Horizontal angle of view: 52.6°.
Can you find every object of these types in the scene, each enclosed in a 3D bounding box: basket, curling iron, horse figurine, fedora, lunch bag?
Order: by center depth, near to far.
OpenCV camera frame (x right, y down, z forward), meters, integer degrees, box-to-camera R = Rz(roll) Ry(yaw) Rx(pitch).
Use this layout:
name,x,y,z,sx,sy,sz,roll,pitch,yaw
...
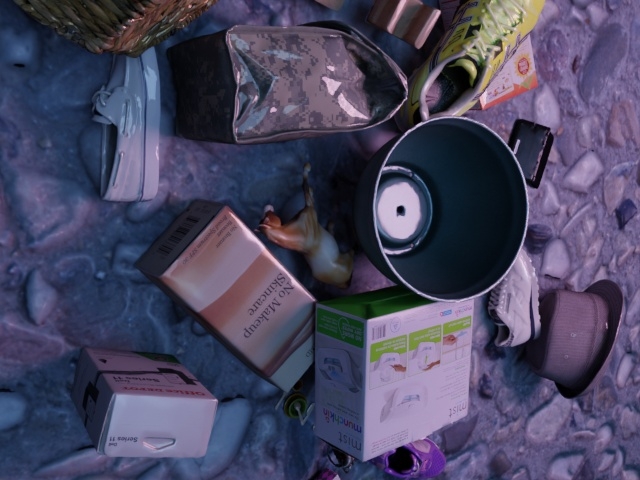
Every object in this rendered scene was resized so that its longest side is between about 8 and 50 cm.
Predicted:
name,x,y,z,sx,sy,sz,roll,pitch,yaw
basket,-0.289,-0.386,0.821,0.214,0.223,0.299,-38,99,16
lunch bag,-0.047,-0.231,0.956,0.287,0.235,0.168,-10,104,-29
horse figurine,0.000,0.000,1.082,0.263,0.066,0.174,54,33,-35
curling iron,0.057,0.290,1.206,0.035,0.068,0.273,16,79,-34
fedora,0.536,0.202,1.420,0.125,0.243,0.275,15,101,-3

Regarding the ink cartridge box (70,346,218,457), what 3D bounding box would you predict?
name,x,y,z,sx,sy,sz,roll,pitch,yaw
ink cartridge box,-0.258,0.229,0.935,0.153,0.208,0.086,12,93,-32

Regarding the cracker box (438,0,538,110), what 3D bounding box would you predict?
name,x,y,z,sx,sy,sz,roll,pitch,yaw
cracker box,0.323,-0.384,1.244,0.156,0.067,0.232,-25,112,-23

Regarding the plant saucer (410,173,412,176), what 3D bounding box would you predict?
name,x,y,z,sx,sy,sz,roll,pitch,yaw
plant saucer,0.197,-0.097,1.251,0.120,0.021,0.119,-6,103,-29

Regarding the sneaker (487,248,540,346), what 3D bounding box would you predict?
name,x,y,z,sx,sy,sz,roll,pitch,yaw
sneaker,0.404,0.117,1.382,0.095,0.090,0.234,-15,102,-8

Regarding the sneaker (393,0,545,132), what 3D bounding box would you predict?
name,x,y,z,sx,sy,sz,roll,pitch,yaw
sneaker,0.278,-0.331,1.115,0.145,0.147,0.384,31,101,-12

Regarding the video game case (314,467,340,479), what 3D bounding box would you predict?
name,x,y,z,sx,sy,sz,roll,pitch,yaw
video game case,-0.018,0.584,1.222,0.232,0.042,0.210,-38,118,-27

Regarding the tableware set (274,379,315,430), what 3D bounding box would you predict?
name,x,y,z,sx,sy,sz,roll,pitch,yaw
tableware set,-0.004,0.300,1.207,0.154,0.024,0.104,36,80,-30

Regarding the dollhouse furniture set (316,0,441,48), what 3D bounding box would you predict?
name,x,y,z,sx,sy,sz,roll,pitch,yaw
dollhouse furniture set,0.058,-0.572,1.008,0.362,0.256,0.394,18,111,-31

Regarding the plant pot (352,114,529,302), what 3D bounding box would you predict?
name,x,y,z,sx,sy,sz,roll,pitch,yaw
plant pot,0.172,-0.051,1.097,0.293,0.196,0.292,-1,92,-23

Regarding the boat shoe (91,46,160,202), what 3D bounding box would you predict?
name,x,y,z,sx,sy,sz,roll,pitch,yaw
boat shoe,-0.279,-0.179,0.913,0.084,0.095,0.257,-7,102,-34

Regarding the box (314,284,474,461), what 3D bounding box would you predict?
name,x,y,z,sx,sy,sz,roll,pitch,yaw
box,0.128,0.204,1.076,0.262,0.127,0.230,-9,105,-40

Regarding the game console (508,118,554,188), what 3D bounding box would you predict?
name,x,y,z,sx,sy,sz,roll,pitch,yaw
game console,0.445,-0.184,1.387,0.107,0.071,0.122,17,90,-2

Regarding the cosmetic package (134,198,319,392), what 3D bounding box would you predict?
name,x,y,z,sx,sy,sz,roll,pitch,yaw
cosmetic package,-0.126,0.089,1.033,0.153,0.129,0.296,-51,120,-15

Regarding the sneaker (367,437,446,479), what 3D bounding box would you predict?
name,x,y,z,sx,sy,sz,roll,pitch,yaw
sneaker,0.173,0.436,1.291,0.237,0.105,0.095,28,83,-32
